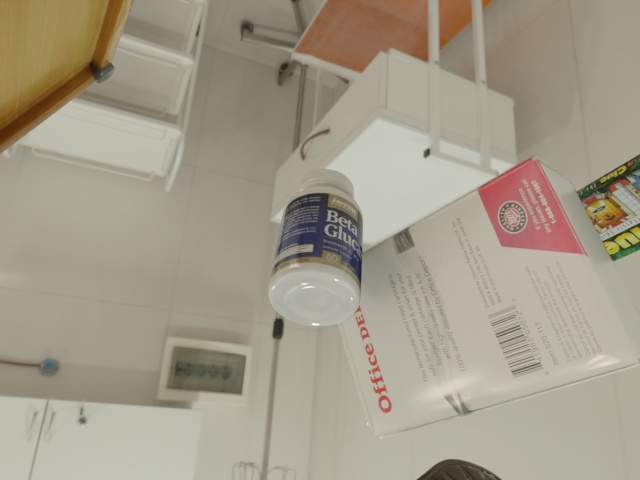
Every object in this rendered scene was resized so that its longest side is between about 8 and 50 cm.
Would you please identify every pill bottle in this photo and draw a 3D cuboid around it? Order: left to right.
[{"bbox_3d":[0.000,0.000,0.551,0.094,0.169,0.094,3,137,3],"label":"pill bottle"}]

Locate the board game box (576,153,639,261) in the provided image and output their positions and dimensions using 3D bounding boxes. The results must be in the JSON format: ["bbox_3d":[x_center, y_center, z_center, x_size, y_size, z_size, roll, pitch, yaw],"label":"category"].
[{"bbox_3d":[0.429,-0.032,0.731,0.136,0.030,0.259,33,137,-15],"label":"board game box"}]

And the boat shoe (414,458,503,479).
[{"bbox_3d":[0.133,0.348,0.600,0.307,0.104,0.111,15,-157,-39],"label":"boat shoe"}]

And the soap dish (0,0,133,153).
[{"bbox_3d":[-0.228,-0.171,0.342,0.118,0.229,0.291,43,146,-15],"label":"soap dish"}]

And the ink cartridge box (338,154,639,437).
[{"bbox_3d":[0.165,0.074,0.550,0.283,0.207,0.117,-32,154,34],"label":"ink cartridge box"}]
